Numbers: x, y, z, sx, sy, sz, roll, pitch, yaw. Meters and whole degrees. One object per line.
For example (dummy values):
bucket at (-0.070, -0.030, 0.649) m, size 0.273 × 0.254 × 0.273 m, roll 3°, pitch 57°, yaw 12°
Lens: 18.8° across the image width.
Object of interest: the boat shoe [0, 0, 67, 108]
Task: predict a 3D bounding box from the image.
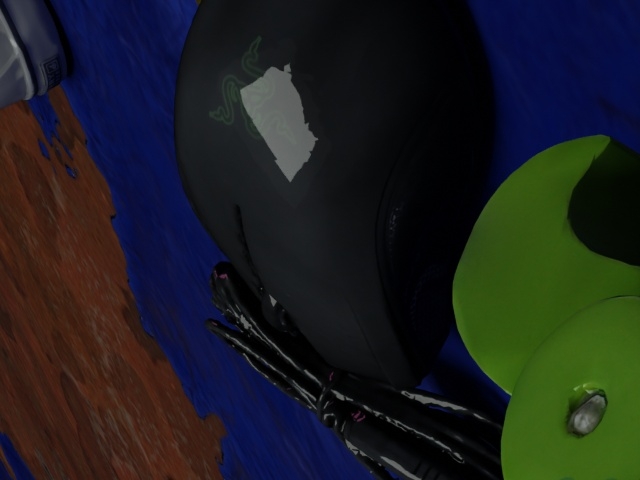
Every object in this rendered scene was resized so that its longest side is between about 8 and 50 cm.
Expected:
boat shoe at (-0.249, -0.187, 1.142) m, size 0.267 × 0.088 × 0.096 m, roll 60°, pitch 161°, yaw 8°

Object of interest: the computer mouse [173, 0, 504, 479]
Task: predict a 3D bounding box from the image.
computer mouse at (0.000, 0.000, 0.739) m, size 0.188 × 0.072 × 0.272 m, roll 34°, pitch 146°, yaw 31°

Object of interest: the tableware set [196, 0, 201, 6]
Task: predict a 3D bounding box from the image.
tableware set at (-0.031, -0.073, 0.841) m, size 0.154 × 0.024 × 0.104 m, roll 66°, pitch 164°, yaw -14°

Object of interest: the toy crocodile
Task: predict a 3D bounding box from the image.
toy crocodile at (0.147, 0.058, 0.449) m, size 0.115 × 0.105 × 0.340 m, roll 25°, pitch 180°, yaw -31°
